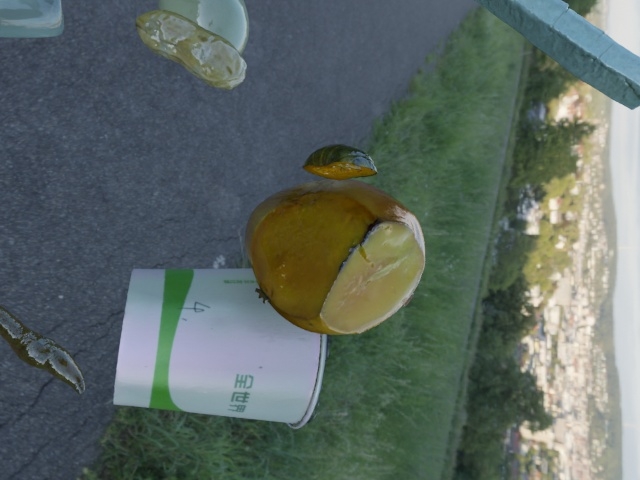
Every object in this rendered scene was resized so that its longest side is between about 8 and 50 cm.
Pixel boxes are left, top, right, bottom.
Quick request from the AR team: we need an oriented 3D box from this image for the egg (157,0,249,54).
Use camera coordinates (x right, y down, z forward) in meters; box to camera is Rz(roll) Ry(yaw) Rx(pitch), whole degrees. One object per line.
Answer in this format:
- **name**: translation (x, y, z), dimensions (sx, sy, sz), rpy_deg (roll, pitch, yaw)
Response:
- **egg**: translation (-0.287, -0.546, 1.116), dimensions (0.219, 0.219, 0.269), rpy_deg (30, 39, -54)

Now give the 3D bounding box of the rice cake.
- **rice cake**: translation (0.253, -0.231, 0.489), dimensions (0.045, 0.245, 0.042), rpy_deg (-45, 171, -12)

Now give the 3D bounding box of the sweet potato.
- **sweet potato**: translation (-0.592, 0.219, 0.934), dimensions (0.274, 0.067, 0.067), rpy_deg (47, 46, -11)

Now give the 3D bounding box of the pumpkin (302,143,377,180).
- **pumpkin**: translation (0.021, -0.076, 0.430), dimensions (0.050, 0.083, 0.028), rpy_deg (16, 86, -43)

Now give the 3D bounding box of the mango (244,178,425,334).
- **mango**: translation (0.000, 0.000, 0.558), dimensions (0.187, 0.257, 0.138), rpy_deg (-46, 127, -1)

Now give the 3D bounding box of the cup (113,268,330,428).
- **cup**: translation (-0.152, 0.150, 0.673), dimensions (0.274, 0.253, 0.253), rpy_deg (6, 83, -20)

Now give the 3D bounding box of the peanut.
- **peanut**: translation (-0.196, -0.293, 0.691), dimensions (0.175, 0.080, 0.080), rpy_deg (24, 65, -18)

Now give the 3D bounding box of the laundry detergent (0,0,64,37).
- **laundry detergent**: translation (-0.623, -0.397, 0.651), dimensions (0.398, 0.264, 0.124), rpy_deg (-17, 149, -35)
